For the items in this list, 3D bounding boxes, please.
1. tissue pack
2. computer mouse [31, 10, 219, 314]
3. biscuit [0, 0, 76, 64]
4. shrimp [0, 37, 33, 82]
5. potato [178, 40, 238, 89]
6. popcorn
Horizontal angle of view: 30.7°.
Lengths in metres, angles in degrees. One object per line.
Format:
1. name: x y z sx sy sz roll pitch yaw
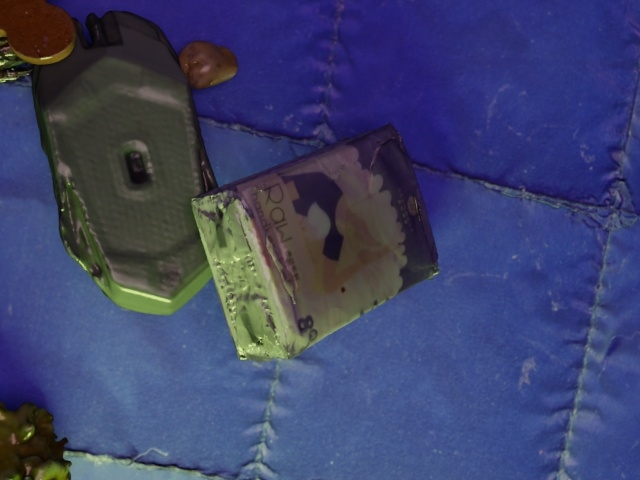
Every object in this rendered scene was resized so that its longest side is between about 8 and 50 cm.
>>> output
1. tissue pack: 0.000 0.000 1.616 0.343 0.125 0.242 -25 102 -42
2. computer mouse: -0.269 -0.102 1.612 0.228 0.145 0.429 -12 85 -18
3. biscuit: -0.424 -0.325 1.567 0.250 0.036 0.165 43 75 13
4. shrimp: -0.445 -0.259 1.594 0.232 0.079 0.090 -11 100 -18
5. potato: -0.162 -0.251 1.672 0.083 0.062 0.068 -9 112 -34
6. popcorn: -0.433 0.321 1.582 0.189 0.169 0.218 -27 105 -9
